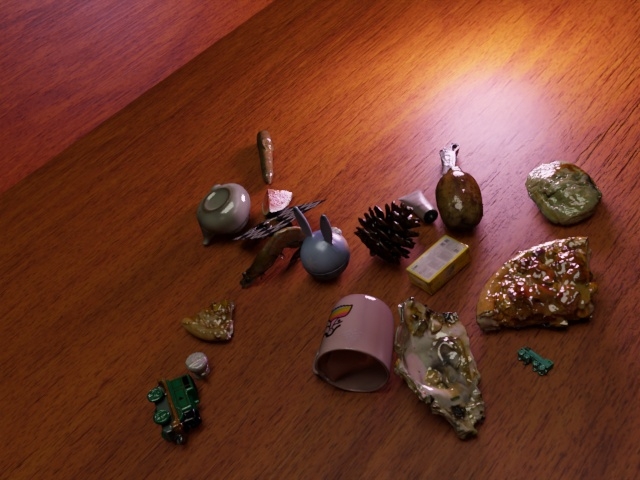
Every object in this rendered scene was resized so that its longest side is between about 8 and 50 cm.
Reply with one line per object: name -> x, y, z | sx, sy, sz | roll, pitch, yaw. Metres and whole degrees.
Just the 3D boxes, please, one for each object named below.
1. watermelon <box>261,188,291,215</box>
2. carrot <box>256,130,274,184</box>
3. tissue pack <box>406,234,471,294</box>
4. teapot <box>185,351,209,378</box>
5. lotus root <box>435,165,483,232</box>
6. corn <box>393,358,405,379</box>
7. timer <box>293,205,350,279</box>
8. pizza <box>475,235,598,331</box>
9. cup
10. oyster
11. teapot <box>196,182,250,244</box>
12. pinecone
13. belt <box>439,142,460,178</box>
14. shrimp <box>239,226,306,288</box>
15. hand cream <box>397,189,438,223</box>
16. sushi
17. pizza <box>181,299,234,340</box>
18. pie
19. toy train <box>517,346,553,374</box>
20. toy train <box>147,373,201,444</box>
watermelon -> -0.172, -0.143, 2.143 | 0.125, 0.094, 0.135 | -13, 25, 13
carrot -> -0.221, -0.344, 2.403 | 0.070, 0.070, 0.342 | -17, 44, 5
tissue pack -> 0.352, 0.072, 1.752 | 0.176, 0.062, 0.095 | -40, 44, -18
teapot -> -0.353, 0.374, 1.722 | 0.064, 0.064, 0.083 | -28, 47, -16
lotus root -> 0.442, -0.138, 1.880 | 0.145, 0.128, 0.260 | 4, 55, -2
corn -> 0.285, 0.303, 1.539 | 0.206, 0.067, 0.067 | -26, 43, -5
timer -> 0.012, 0.000, 1.835 | 0.175, 0.255, 0.175 | -2, 25, 1
pizza -> 0.593, 0.125, 1.577 | 0.409, 0.114, 0.277 | -31, 38, -7
cup -> 0.080, 0.278, 1.583 | 0.253, 0.191, 0.200 | -34, 27, 38
oyster -> 0.283, 0.316, 1.459 | 0.201, 0.107, 0.354 | -1, 59, -20
teapot -> -0.347, -0.139, 2.179 | 0.220, 0.149, 0.318 | -16, 43, 18
pinecone -> 0.212, -0.030, 1.811 | 0.208, 0.207, 0.207 | -11, 43, 11
belt -> 0.449, -0.255, 2.053 | 0.071, 0.053, 0.232 | -4, 46, 19
shrimp -> -0.142, 0.061, 1.928 | 0.296, 0.169, 0.058 | -46, 49, 24
hand cream -> 0.333, -0.114, 1.962 | 0.087, 0.054, 0.186 | -23, 36, -7
sushi -> -0.137, -0.046, 2.009 | 0.264, 0.050, 0.290 | -34, 14, -28
pizza -> -0.330, 0.246, 1.846 | 0.182, 0.062, 0.161 | 22, 56, 38
pie -> 0.753, -0.160, 1.810 | 0.201, 0.090, 0.248 | -18, 46, 0
toy train -> 0.536, 0.298, 1.475 | 0.045, 0.029, 0.092 | -29, 41, -20
toy train -> -0.397, 0.461, 1.635 | 0.136, 0.091, 0.227 | -23, 41, -17
